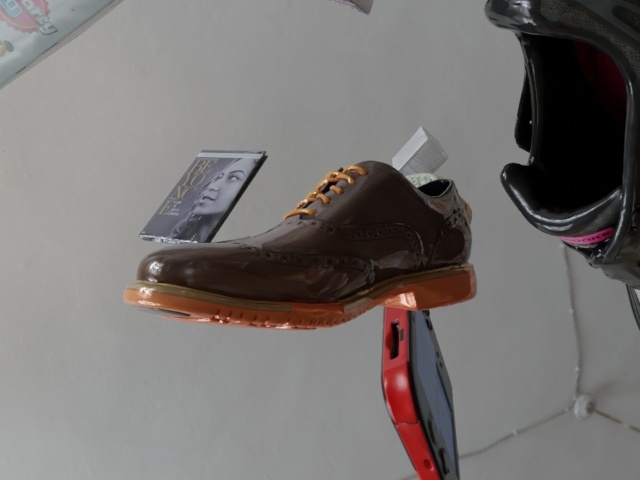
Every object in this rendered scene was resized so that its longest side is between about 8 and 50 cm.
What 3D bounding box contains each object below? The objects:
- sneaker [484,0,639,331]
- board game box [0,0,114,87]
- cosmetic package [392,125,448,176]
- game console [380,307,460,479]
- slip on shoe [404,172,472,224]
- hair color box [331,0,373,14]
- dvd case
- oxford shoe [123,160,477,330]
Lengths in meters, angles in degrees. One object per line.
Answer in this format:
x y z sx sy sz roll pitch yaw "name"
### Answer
0.259 -0.045 0.583 0.202 0.185 0.483 -35 -62 -7 "sneaker"
-0.242 -0.265 0.670 0.098 0.303 0.224 54 -145 -24 "board game box"
0.199 -0.167 1.388 0.060 0.239 0.099 42 -75 -6 "cosmetic package"
0.191 0.266 1.210 0.060 0.387 0.342 -18 -65 17 "game console"
0.108 -0.044 1.089 0.101 0.331 0.123 30 -104 -30 "slip on shoe"
0.003 -0.443 0.932 0.105 0.347 0.174 24 -77 17 "hair color box"
-0.209 -0.081 1.221 0.221 0.164 0.018 -60 -42 -29 "dvd case"
0.000 0.000 0.577 0.363 0.129 0.133 -4 -88 -47 "oxford shoe"
